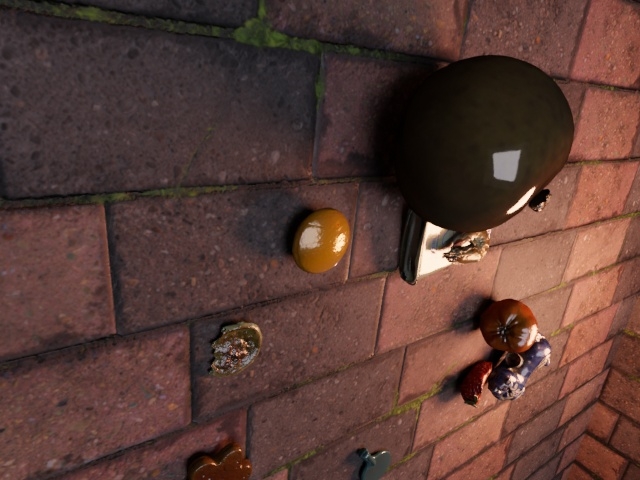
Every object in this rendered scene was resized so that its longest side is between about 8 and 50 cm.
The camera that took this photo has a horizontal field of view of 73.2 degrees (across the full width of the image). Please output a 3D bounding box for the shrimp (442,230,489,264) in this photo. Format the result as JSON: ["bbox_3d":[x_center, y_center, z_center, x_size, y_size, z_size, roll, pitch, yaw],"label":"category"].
[{"bbox_3d":[0.371,0.015,1.098,0.191,0.042,0.101,-16,105,-34],"label":"shrimp"}]

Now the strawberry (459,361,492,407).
[{"bbox_3d":[0.545,0.488,1.499,0.187,0.082,0.146,-47,154,-29],"label":"strawberry"}]

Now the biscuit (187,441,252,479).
[{"bbox_3d":[-0.238,0.561,0.969,0.180,0.039,0.236,-9,116,-36],"label":"biscuit"}]

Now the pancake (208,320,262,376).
[{"bbox_3d":[-0.170,0.220,0.879,0.116,0.023,0.129,-6,118,-35],"label":"pancake"}]

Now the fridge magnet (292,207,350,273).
[{"bbox_3d":[0.000,0.000,0.881,0.143,0.063,0.142,-17,121,-32],"label":"fridge magnet"}]

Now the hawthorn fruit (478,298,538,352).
[{"bbox_3d":[0.612,0.271,1.396,0.189,0.189,0.189,-16,118,-31],"label":"hawthorn fruit"}]

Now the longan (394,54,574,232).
[{"bbox_3d":[0.318,-0.191,0.875,0.361,0.361,0.360,-16,118,-31],"label":"longan"}]

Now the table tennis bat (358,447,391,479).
[{"bbox_3d":[0.164,0.692,1.335,0.124,0.033,0.201,-44,132,-16],"label":"table tennis bat"}]

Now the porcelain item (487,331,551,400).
[{"bbox_3d":[0.707,0.446,1.560,0.287,0.138,0.186,-54,136,2],"label":"porcelain item"}]

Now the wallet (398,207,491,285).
[{"bbox_3d":[0.341,-0.025,1.119,0.310,0.077,0.223,-20,124,-31],"label":"wallet"}]

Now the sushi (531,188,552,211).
[{"bbox_3d":[0.709,-0.122,1.372,0.083,0.044,0.046,-43,128,-11],"label":"sushi"}]
